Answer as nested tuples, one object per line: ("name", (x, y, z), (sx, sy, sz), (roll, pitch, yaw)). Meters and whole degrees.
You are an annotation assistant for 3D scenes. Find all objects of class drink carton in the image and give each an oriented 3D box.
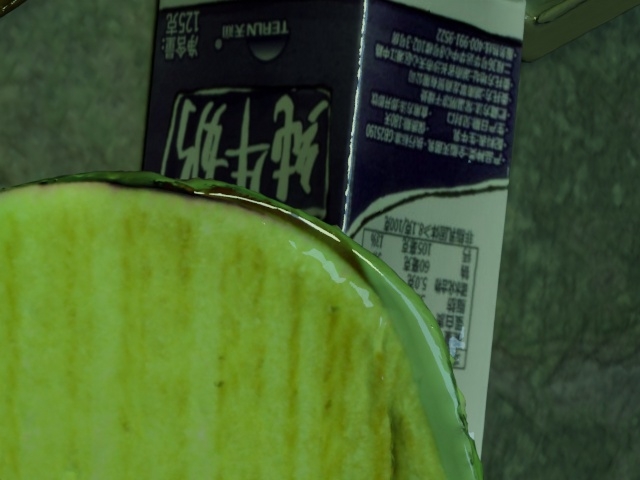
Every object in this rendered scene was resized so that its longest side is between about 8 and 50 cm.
("drink carton", (-0.001, 0.001, 0.827), (0.102, 0.134, 0.222), (8, 86, -45))

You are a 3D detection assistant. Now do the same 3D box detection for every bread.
("bread", (-0.077, 0.119, 0.720), (0.301, 0.045, 0.301), (0, 102, -1))

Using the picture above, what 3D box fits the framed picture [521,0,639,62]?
("framed picture", (0.077, -0.244, 0.780), (0.446, 0.326, 0.028), (31, 45, -38))

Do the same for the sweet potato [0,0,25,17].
("sweet potato", (-0.143, -0.106, 0.737), (0.273, 0.075, 0.075), (-49, 121, -30))
